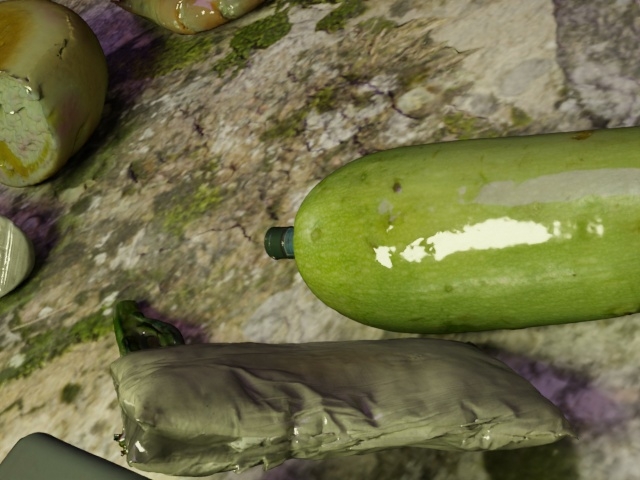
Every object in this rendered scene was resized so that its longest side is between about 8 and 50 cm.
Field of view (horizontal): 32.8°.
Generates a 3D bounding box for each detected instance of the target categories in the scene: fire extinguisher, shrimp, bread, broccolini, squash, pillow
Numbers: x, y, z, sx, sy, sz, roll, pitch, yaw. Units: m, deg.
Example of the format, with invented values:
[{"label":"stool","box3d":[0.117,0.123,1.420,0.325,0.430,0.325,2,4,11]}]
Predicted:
[{"label":"fire extinguisher","box3d":[0.000,0.000,0.805,0.083,0.025,0.038,0,26,36]},{"label":"shrimp","box3d":[-0.148,-0.278,1.183,0.267,0.061,0.145,11,48,47]},{"label":"bread","box3d":[-0.286,-0.154,1.090,0.156,0.158,0.261,-25,37,-4]},{"label":"broccolini","box3d":[-0.130,0.090,0.772,0.091,0.068,0.202,-56,38,3]},{"label":"squash","box3d":[0.150,-0.007,0.633,0.370,0.118,0.118,-4,47,27]},{"label":"pillow","box3d":[0.005,0.083,0.578,0.229,0.050,0.148,2,14,-17]}]

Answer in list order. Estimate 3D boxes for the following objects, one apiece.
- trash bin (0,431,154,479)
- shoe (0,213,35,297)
[{"label":"trash bin","box3d":[-0.055,0.185,0.525,0.236,0.177,0.101,10,64,46]},{"label":"shoe","box3d":[-0.356,0.004,1.026,0.227,0.125,0.099,13,92,16]}]
